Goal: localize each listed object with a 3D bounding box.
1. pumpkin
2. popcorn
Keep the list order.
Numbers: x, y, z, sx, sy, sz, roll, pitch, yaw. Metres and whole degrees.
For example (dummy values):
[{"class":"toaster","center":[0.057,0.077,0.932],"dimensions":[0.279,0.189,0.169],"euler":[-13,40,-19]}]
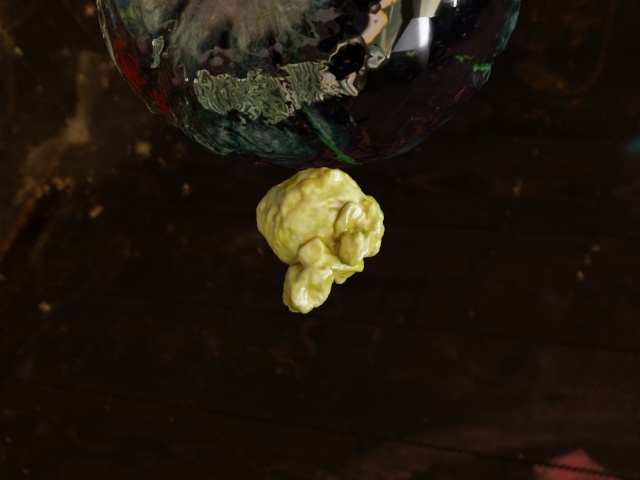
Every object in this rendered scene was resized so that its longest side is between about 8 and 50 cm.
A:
[{"class":"pumpkin","center":[-0.001,-0.198,0.879],"dimensions":[0.315,0.315,0.238],"euler":[-16,-177,19]},{"class":"popcorn","center":[-0.002,0.000,0.696],"dimensions":[0.068,0.059,0.083],"euler":[12,-106,12]}]
